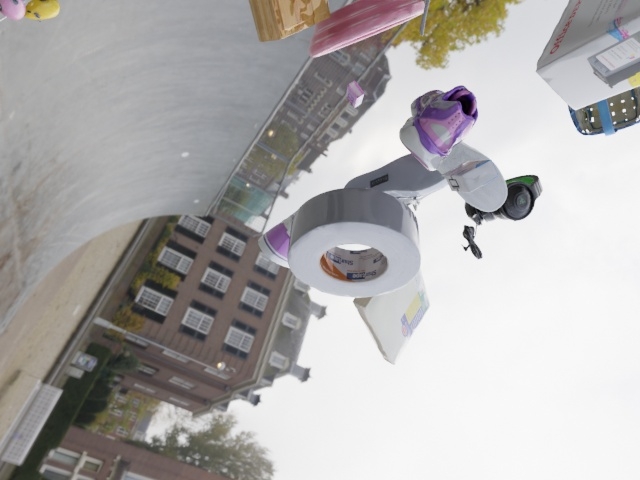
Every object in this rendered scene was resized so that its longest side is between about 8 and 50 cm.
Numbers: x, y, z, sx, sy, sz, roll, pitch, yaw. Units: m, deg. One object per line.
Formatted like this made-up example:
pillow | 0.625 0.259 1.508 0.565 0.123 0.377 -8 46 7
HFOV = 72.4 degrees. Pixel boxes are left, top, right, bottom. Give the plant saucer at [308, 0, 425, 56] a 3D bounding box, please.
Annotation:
plant saucer | 0.115 -0.598 1.192 0.332 0.084 0.332 -19 -160 7

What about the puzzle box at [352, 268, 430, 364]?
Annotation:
puzzle box | 0.250 0.210 1.441 0.052 0.409 0.272 21 -118 36

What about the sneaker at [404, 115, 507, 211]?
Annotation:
sneaker | 0.323 -0.200 1.064 0.108 0.292 0.169 -45 -165 19

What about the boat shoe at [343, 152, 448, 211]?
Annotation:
boat shoe | 0.249 -0.145 1.287 0.367 0.156 0.136 -17 -120 39

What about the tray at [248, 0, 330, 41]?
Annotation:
tray | -0.096 -0.663 0.915 0.076 0.411 0.203 12 -139 35

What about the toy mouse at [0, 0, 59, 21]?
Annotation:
toy mouse | -0.470 -0.403 0.718 0.161 0.031 0.143 -46 -166 -23

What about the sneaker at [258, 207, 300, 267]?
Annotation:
sneaker | 0.000 0.001 1.012 0.161 0.282 0.102 -41 -114 15

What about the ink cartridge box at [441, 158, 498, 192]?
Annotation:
ink cartridge box | 0.216 -0.094 0.641 0.048 0.028 0.083 -29 -170 0

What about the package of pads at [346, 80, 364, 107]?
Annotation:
package of pads | 0.101 -0.430 1.288 0.032 0.050 0.083 -34 179 -2

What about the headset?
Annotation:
headset | 0.609 -0.099 1.508 0.394 0.185 0.243 -33 -167 -33

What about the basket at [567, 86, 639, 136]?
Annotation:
basket | 0.867 -0.437 1.333 0.201 0.289 0.255 -11 -90 35

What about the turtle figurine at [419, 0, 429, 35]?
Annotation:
turtle figurine | 0.319 -0.659 0.964 0.274 0.266 0.198 -30 -166 0

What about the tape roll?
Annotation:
tape roll | 0.056 0.012 0.734 0.219 0.219 0.072 -43 -147 44

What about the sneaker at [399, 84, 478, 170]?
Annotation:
sneaker | 0.200 -0.198 0.689 0.104 0.095 0.236 -43 -170 34

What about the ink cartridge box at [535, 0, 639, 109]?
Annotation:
ink cartridge box | 0.550 -0.379 0.711 0.226 0.131 0.306 -58 -165 -15
